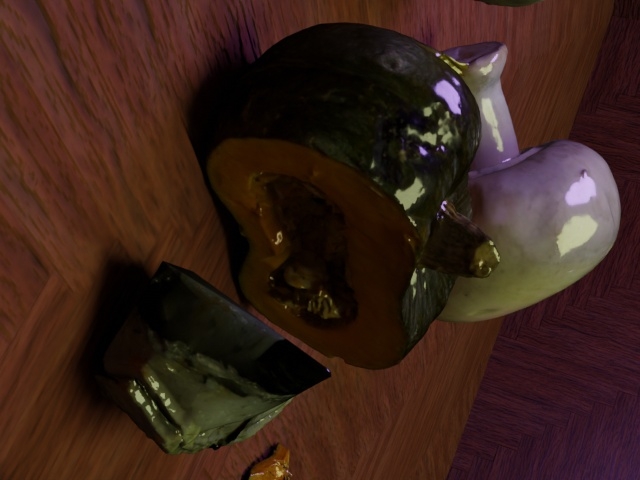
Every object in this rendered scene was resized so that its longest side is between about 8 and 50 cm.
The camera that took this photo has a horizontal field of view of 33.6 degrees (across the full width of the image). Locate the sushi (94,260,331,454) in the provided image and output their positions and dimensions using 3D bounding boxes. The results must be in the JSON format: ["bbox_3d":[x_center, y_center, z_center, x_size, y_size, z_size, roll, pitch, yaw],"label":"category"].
[{"bbox_3d":[-0.082,0.103,0.794,0.109,0.134,0.273,-55,178,-7],"label":"sushi"}]

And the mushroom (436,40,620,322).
[{"bbox_3d":[0.233,-0.038,1.315,0.315,0.315,0.356,-55,166,-47],"label":"mushroom"}]

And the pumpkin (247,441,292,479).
[{"bbox_3d":[-0.054,0.266,1.138,0.101,0.035,0.073,-37,143,-67],"label":"pumpkin"}]

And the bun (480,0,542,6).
[{"bbox_3d":[0.192,-0.399,1.000,0.359,0.211,0.359,-63,171,-17],"label":"bun"}]

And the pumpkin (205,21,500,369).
[{"bbox_3d":[0.040,-0.021,0.838,0.317,0.222,0.139,85,26,-53],"label":"pumpkin"}]
